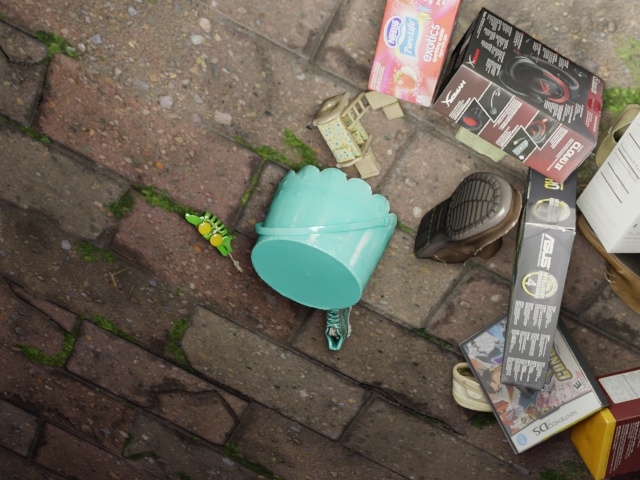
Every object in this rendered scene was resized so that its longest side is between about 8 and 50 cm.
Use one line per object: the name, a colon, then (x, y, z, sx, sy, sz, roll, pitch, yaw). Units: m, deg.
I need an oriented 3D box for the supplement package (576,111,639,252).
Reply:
supplement package: (0.596, -0.106, 1.761, 0.139, 0.134, 0.244, 0, 137, -26)

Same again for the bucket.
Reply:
bucket: (0.000, 0.000, 2.012, 0.281, 0.183, 0.281, 16, 147, 11)

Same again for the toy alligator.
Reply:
toy alligator: (-0.226, -0.009, 2.221, 0.051, 0.056, 0.190, -45, 108, -3)

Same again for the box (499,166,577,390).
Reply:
box: (0.411, 0.032, 1.850, 0.097, 0.318, 0.395, 9, 129, 12)

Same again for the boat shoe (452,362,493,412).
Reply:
boat shoe: (0.446, 0.339, 2.226, 0.302, 0.109, 0.098, 8, 131, 20)

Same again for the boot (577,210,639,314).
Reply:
boot: (0.596, 0.052, 1.948, 0.305, 0.112, 0.115, 40, 140, -17)

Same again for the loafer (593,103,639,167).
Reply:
loafer: (0.545, -0.184, 1.805, 0.056, 0.050, 0.148, 21, 131, 2)

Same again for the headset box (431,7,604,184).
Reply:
headset box: (0.361, -0.246, 1.709, 0.293, 0.218, 0.110, 29, 132, -5)

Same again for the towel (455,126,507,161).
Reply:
towel: (0.331, -0.222, 1.865, 0.110, 0.027, 0.148, 26, 131, -3)

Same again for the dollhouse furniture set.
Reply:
dollhouse furniture set: (0.103, -0.199, 1.915, 0.161, 0.101, 0.182, -16, 121, 29)

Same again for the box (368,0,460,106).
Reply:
box: (0.175, -0.384, 1.724, 0.122, 0.128, 0.257, 17, 131, 6)

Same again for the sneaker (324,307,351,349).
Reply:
sneaker: (0.037, 0.185, 2.263, 0.065, 0.076, 0.166, 2, 128, 17)

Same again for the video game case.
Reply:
video game case: (0.450, 0.285, 2.112, 0.248, 0.035, 0.275, -41, 66, 37)

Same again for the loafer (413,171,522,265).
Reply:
loafer: (0.305, -0.035, 1.914, 0.130, 0.134, 0.366, 18, 166, -12)

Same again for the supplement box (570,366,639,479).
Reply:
supplement box: (0.665, 0.391, 2.122, 0.194, 0.129, 0.191, -11, 128, -9)
